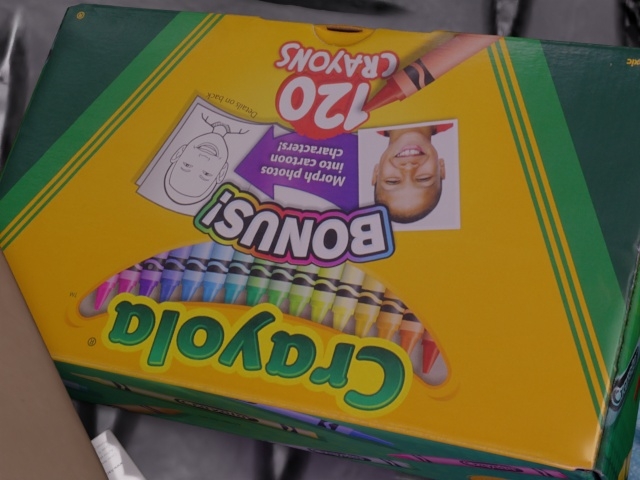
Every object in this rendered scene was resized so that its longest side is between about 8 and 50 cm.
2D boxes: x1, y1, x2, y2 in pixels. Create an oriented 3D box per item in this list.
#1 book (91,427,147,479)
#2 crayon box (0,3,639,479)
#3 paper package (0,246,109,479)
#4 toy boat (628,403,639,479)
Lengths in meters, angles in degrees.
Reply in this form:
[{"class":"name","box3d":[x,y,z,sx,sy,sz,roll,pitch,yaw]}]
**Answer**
[{"class":"book","box3d":[-0.089,0.169,0.553,0.096,0.035,0.144,-35,83,-16]},{"class":"crayon box","box3d":[0.000,0.000,0.530,0.278,0.081,0.165,8,70,22]},{"class":"paper package","box3d":[-0.223,0.060,0.376,0.168,0.309,0.325,-38,66,17]},{"class":"toy boat","box3d":[0.220,-0.007,0.572,0.318,0.148,0.267,-39,79,1]}]
